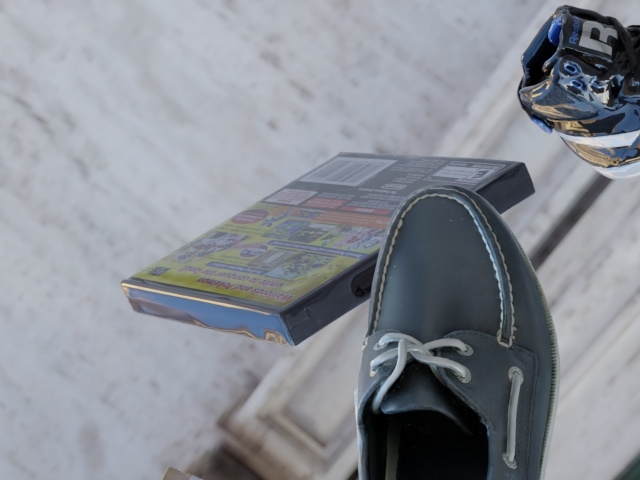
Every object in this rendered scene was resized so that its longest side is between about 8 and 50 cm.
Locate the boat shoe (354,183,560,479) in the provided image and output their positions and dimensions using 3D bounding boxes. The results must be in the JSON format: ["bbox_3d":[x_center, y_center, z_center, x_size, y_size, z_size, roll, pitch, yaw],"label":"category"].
[{"bbox_3d":[0.076,0.097,1.098,0.099,0.116,0.319,58,-151,-60],"label":"boat shoe"}]

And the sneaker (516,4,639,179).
[{"bbox_3d":[0.203,-0.103,1.105,0.121,0.217,0.079,28,-124,-30],"label":"sneaker"}]

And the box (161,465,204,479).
[{"bbox_3d":[-0.099,0.244,1.125,0.087,0.058,0.232,22,-137,3],"label":"box"}]

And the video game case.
[{"bbox_3d":[0.000,0.000,1.545,0.248,0.275,0.035,-31,-71,-26],"label":"video game case"}]
